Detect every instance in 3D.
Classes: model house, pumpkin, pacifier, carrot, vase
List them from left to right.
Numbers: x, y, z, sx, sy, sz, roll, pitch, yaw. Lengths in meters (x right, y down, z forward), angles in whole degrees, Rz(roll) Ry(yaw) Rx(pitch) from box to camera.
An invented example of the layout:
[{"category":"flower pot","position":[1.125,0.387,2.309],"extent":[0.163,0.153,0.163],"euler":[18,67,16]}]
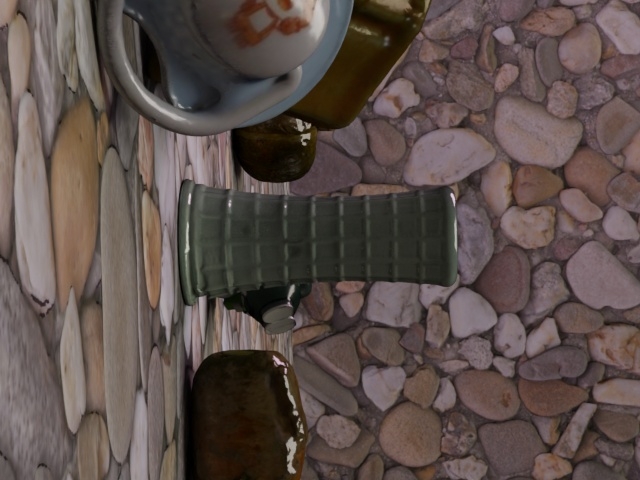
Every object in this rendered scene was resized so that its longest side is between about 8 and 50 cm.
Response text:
[{"category":"pacifier","position":[-0.104,-0.220,1.199],"extent":[0.207,0.227,0.279],"euler":[42,-14,46]},{"category":"carrot","position":[-0.084,0.270,1.633],"extent":[0.139,0.138,0.302],"euler":[55,41,-87]},{"category":"model house","position":[-0.043,-0.224,1.406],"extent":[0.173,0.239,0.268],"euler":[48,-65,34]},{"category":"pumpkin","position":[-0.054,-0.193,2.290],"extent":[0.219,0.162,0.219],"euler":[3,90,-88]},{"category":"vase","position":[0.000,0.000,1.630],"extent":[0.143,0.298,0.143],"euler":[-1,90,-88]}]

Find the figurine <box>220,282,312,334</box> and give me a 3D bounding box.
[{"category":"figurine","position":[-0.083,0.029,1.885],"extent":[0.147,0.126,0.192],"euler":[69,1,-55]}]
